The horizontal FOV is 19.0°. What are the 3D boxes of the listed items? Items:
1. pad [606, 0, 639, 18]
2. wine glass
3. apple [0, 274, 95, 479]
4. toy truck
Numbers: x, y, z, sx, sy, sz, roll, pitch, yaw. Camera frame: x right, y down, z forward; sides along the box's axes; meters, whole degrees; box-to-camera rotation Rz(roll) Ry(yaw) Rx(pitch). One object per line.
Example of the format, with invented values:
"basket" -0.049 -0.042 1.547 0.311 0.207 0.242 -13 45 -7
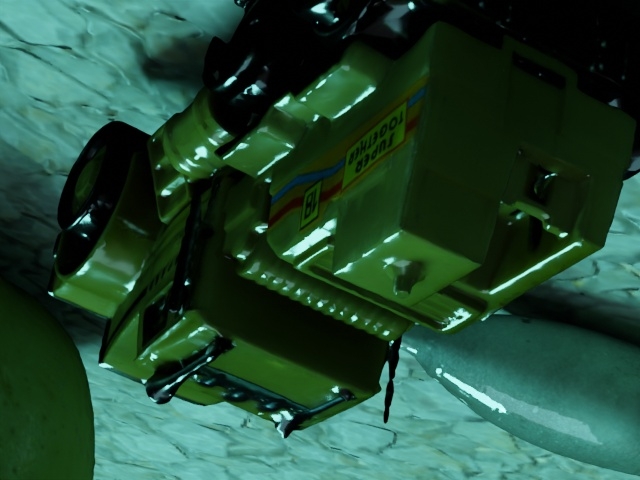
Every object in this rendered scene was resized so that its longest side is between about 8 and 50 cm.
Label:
"pad" 0.058 -0.109 0.563 0.193 0.004 0.116 22 155 -12
"wine glass" 0.067 0.054 0.826 0.198 0.066 0.066 19 155 -4
"apple" -0.249 0.118 0.924 0.279 0.279 0.279 13 155 6
"toy truck" 0.000 -0.003 0.658 0.127 0.127 0.257 24 152 -23
